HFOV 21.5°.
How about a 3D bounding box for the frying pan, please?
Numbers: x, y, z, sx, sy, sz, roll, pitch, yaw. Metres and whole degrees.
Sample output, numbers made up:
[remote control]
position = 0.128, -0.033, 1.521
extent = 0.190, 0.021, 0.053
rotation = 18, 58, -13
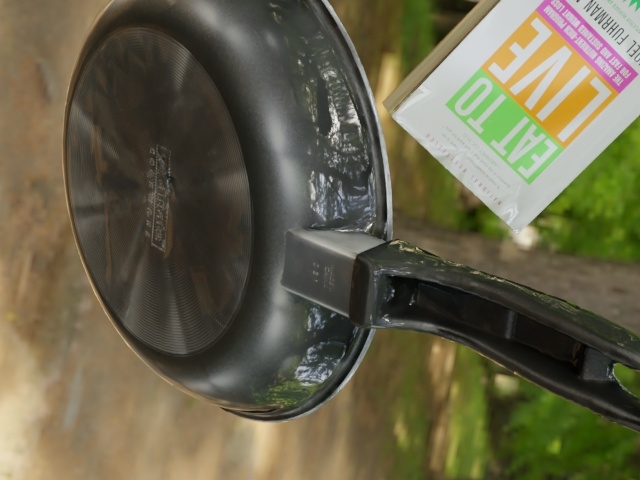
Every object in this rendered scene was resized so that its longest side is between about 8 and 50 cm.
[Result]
[frying pan]
position = -0.011, 0.020, 0.630
extent = 0.053, 0.326, 0.197
rotation = -11, 139, -37

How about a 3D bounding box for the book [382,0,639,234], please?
[book]
position = 0.116, -0.086, 0.846
extent = 0.144, 0.096, 0.035
rotation = -46, -165, 8
